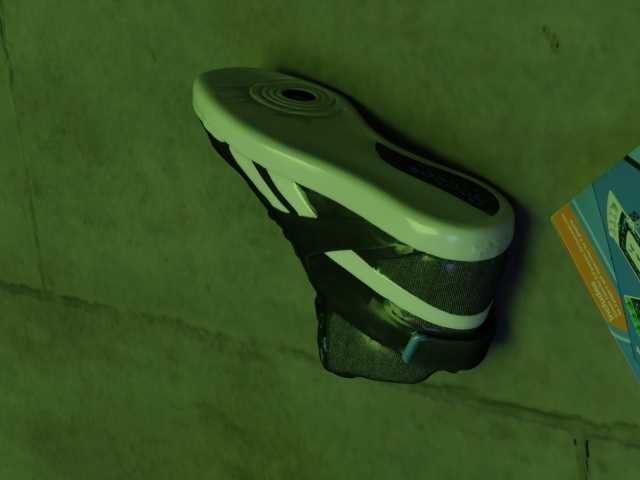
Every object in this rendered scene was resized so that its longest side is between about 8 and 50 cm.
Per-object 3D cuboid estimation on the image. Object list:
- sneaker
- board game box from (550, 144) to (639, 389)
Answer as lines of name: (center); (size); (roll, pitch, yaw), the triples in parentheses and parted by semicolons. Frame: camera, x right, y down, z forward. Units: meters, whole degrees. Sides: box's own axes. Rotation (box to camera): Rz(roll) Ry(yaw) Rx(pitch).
sneaker: (0.000, 0.000, 0.789); (0.217, 0.079, 0.121); (35, 127, 41)
board game box: (0.200, 0.078, 0.591); (0.145, 0.027, 0.281); (-44, 67, 50)
